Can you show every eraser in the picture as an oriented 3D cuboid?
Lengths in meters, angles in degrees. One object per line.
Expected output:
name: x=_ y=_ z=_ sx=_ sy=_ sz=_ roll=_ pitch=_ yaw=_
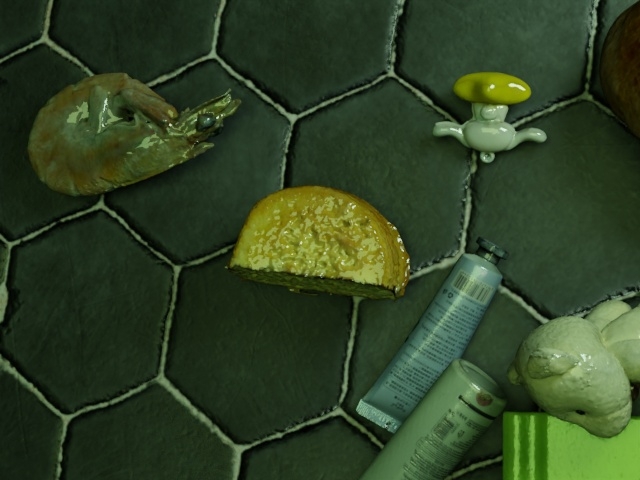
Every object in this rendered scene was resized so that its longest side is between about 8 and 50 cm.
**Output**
eraser: x=0.320 y=0.343 z=1.498 sx=0.210 sy=0.092 sz=0.274 roll=1 pitch=84 yaw=14

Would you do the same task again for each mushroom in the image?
mushroom: x=0.459 y=-0.183 z=1.459 sx=0.263 sy=0.195 sz=0.283 roll=4 pitch=86 yaw=8

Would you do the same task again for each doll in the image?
doll: x=0.363 y=0.131 z=1.456 sx=0.278 sy=0.175 sz=0.149 roll=-23 pitch=78 yaw=-8
doll: x=0.221 y=-0.154 z=1.582 sx=0.135 sy=0.071 sz=0.113 roll=29 pitch=100 yaw=10

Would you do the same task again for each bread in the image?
bread: x=0.000 y=0.000 z=1.577 sx=0.229 sy=0.143 sz=0.139 roll=8 pitch=88 yaw=12

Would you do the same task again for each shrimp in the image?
shrimp: x=-0.254 y=-0.160 z=1.690 sx=0.317 sy=0.077 sz=0.168 roll=-17 pitch=79 yaw=14

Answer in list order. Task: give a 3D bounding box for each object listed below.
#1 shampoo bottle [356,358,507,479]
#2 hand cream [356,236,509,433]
shampoo bottle: x=0.119 y=0.269 z=1.545 sx=0.085 sy=0.085 sz=0.262 roll=40 pitch=103 yaw=14
hand cream: x=0.148 y=0.121 z=1.579 sx=0.091 sy=0.058 sz=0.271 roll=29 pitch=96 yaw=-1
